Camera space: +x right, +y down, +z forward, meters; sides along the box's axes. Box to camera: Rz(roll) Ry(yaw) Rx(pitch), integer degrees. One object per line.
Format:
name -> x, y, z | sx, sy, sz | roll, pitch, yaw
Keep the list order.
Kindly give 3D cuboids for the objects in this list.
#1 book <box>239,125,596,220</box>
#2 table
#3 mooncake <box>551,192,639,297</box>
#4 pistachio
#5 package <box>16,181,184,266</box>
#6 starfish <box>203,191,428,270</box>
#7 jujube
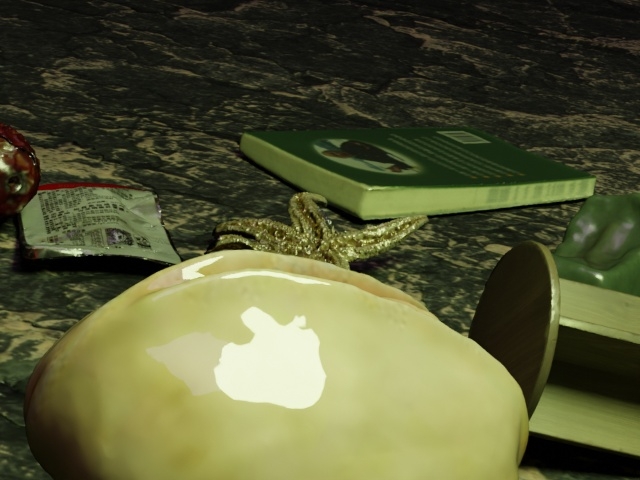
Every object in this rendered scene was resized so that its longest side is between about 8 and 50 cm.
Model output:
book -> 0.122, -0.092, 1.723 | 0.371, 0.043, 0.260 | -5, 21, -35
table -> 0.245, 0.106, 1.086 | 0.227, 0.167, 0.167 | 13, 18, -13
mooncake -> 0.247, 0.037, 1.235 | 0.104, 0.168, 0.175 | 19, 7, 30
pistachio -> -0.027, 0.114, 0.823 | 0.309, 0.230, 0.230 | 1, 21, -31
package -> -0.225, -0.020, 1.395 | 0.154, 0.030, 0.239 | 2, 21, -15
starfish -> -0.001, 0.007, 1.380 | 0.238, 0.057, 0.213 | -1, 29, -14
jujube -> -0.343, -0.079, 1.393 | 0.104, 0.104, 0.166 | -11, 24, -42
